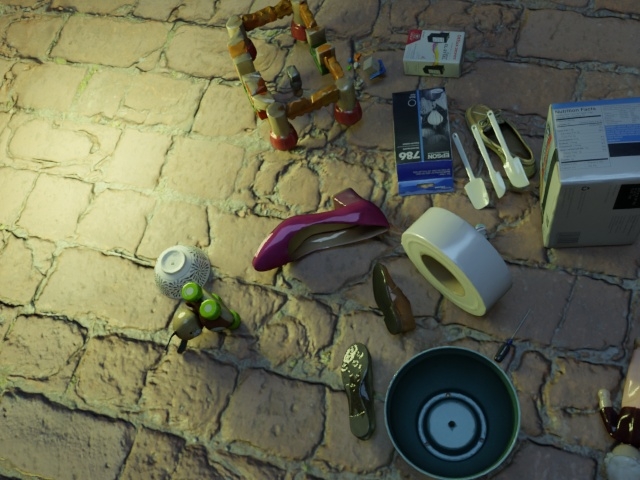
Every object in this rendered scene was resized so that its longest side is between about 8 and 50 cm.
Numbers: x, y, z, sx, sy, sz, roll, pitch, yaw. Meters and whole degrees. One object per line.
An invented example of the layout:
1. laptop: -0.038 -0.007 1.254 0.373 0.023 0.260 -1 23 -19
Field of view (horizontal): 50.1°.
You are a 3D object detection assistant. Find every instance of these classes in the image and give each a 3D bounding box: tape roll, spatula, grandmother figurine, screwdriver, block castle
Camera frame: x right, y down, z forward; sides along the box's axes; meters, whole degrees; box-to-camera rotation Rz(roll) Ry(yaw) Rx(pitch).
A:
1. tape roll: 0.333 0.052 1.700 0.100 0.286 0.286 -44 64 -10
2. spatula: 0.458 -0.225 1.902 0.168 0.019 0.242 -30 70 33
3. grandmother figurine: 0.728 0.394 1.545 0.208 0.104 0.342 -1 56 57
4. screwdriver: 0.490 0.239 1.725 0.170 0.024 0.025 -48 36 -15
5. block castle: -0.090 -0.510 2.107 0.303 0.213 0.453 -23 64 -4

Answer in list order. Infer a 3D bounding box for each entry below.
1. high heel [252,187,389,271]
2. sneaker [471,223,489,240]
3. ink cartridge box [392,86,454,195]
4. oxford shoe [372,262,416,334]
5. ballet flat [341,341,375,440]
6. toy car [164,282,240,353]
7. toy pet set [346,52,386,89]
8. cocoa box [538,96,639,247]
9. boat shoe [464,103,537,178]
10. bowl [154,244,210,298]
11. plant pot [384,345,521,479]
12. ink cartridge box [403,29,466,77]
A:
1. high heel: 0.000 0.000 1.876 0.377 0.127 0.181 -37 52 -11
2. sneaker: 0.406 -0.003 1.849 0.098 0.038 0.069 -15 62 5
3. ink cartridge box: 0.297 -0.293 2.000 0.165 0.065 0.332 -5 64 9
4. oxford shoe: 0.193 0.152 1.813 0.076 0.076 0.212 -3 57 -24
5. ballet flat: 0.104 0.379 1.723 0.084 0.058 0.250 -22 54 25
6. toy car: -0.336 0.229 1.834 0.149 0.155 0.188 38 87 25
7. toy pet set: 0.144 -0.533 2.163 0.114 0.065 0.122 -21 52 41
8. cocoa box: 0.675 -0.158 1.694 0.231 0.347 0.228 -3 64 11
9. boat shoe: 0.515 -0.300 1.941 0.104 0.089 0.285 -35 62 -5
10. bowl: -0.408 0.074 1.957 0.170 0.080 0.170 -4 64 9
11. plant pot: 0.303 0.411 1.580 0.293 0.196 0.293 -5 64 10
12. ink cartridge box: 0.354 -0.580 2.121 0.175 0.072 0.127 7 66 15
